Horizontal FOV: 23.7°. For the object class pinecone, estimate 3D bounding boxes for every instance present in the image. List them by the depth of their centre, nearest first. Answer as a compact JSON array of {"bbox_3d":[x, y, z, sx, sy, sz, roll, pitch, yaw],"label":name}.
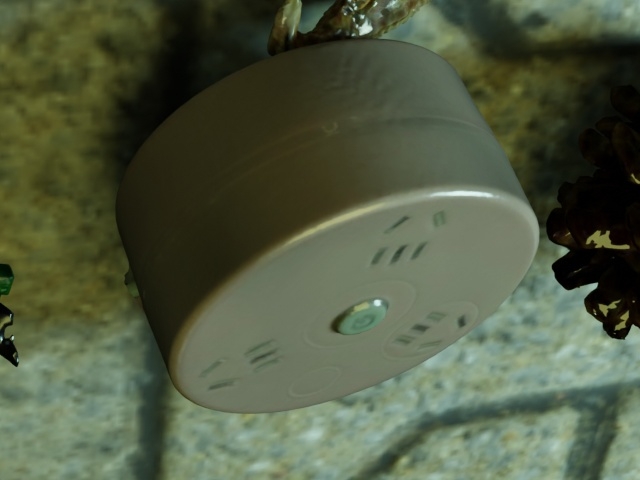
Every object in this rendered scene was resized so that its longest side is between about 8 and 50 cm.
[{"bbox_3d":[0.161,-0.009,0.650,0.121,0.140,0.140,-29,138,35],"label":"pinecone"}]

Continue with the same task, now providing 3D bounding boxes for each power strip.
[{"bbox_3d":[0.000,0.000,0.580,0.154,0.078,0.154,-19,152,-11],"label":"power strip"}]

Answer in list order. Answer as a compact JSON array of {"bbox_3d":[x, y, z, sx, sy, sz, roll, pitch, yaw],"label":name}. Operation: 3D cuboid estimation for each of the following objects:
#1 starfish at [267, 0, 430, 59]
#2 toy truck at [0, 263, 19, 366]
[{"bbox_3d":[0.056,-0.141,0.566,0.210,0.053,0.150,-39,144,-1],"label":"starfish"},{"bbox_3d":[-0.235,0.023,0.485,0.259,0.121,0.088,6,122,-29],"label":"toy truck"}]
